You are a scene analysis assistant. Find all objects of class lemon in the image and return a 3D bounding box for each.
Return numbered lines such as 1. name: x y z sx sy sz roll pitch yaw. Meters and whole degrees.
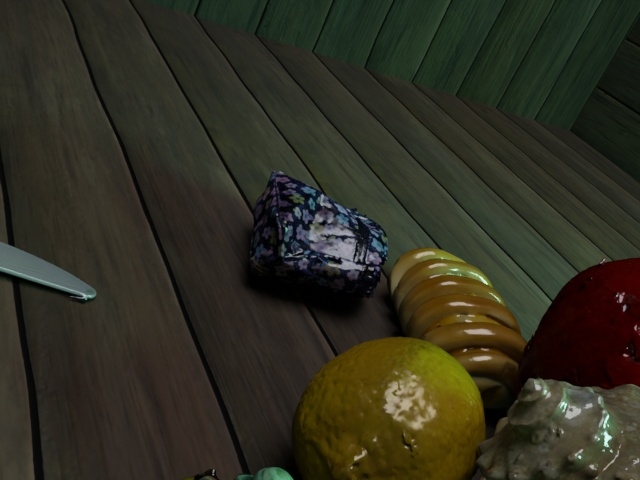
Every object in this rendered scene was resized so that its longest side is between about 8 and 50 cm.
1. lemon: 0.073 0.192 0.784 0.188 0.188 0.256 36 23 21

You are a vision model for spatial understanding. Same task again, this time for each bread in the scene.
1. bread: 0.197 0.112 1.129 0.173 0.121 0.311 15 26 -19

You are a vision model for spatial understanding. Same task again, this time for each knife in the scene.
1. knife: -0.421 0.006 0.879 0.336 0.043 0.081 22 18 -22

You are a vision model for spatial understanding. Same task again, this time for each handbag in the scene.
1. handbag: 0.000 0.000 1.155 0.208 0.127 0.229 25 24 -17

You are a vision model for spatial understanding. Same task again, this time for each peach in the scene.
1. peach: 0.416 0.191 0.907 0.370 0.370 0.370 21 25 -10

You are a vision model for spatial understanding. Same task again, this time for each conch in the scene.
1. conch: 0.254 0.285 0.652 0.297 0.210 0.352 -30 77 -27

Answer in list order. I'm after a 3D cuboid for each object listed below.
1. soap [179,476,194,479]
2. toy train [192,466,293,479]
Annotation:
1. soap: -0.074 0.255 0.667 0.140 0.045 0.089 34 2 22
2. toy train: -0.065 0.249 0.539 0.081 0.194 0.125 12 34 -34
